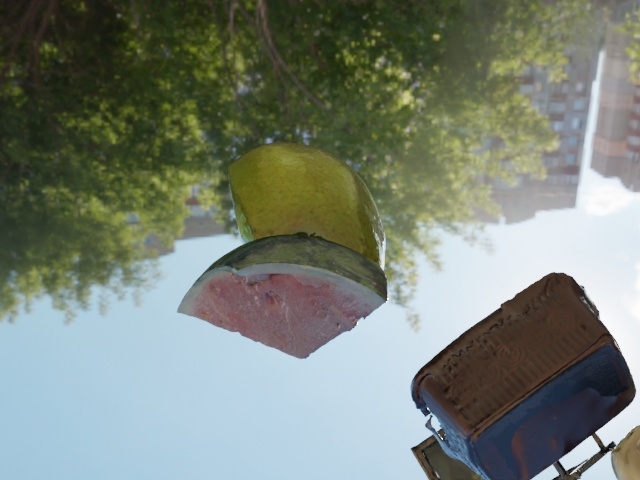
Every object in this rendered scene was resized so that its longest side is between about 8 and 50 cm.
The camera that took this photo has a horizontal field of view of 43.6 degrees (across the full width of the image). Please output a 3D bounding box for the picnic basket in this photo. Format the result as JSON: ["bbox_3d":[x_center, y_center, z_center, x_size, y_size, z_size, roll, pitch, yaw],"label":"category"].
[{"bbox_3d":[0.288,0.200,1.086,0.297,0.222,0.129,-35,-148,-3],"label":"picnic basket"}]

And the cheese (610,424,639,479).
[{"bbox_3d":[0.607,0.415,1.359,0.227,0.137,0.064,41,167,16],"label":"cheese"}]

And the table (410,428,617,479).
[{"bbox_3d":[0.416,0.440,1.694,0.335,0.272,0.222,5,-132,-59],"label":"table"}]

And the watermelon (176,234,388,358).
[{"bbox_3d":[-0.053,0.068,1.138,0.260,0.176,0.256,22,171,-1],"label":"watermelon"}]

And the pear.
[{"bbox_3d":[0.000,0.000,1.441,0.238,0.342,0.318,-28,-151,5],"label":"pear"}]
